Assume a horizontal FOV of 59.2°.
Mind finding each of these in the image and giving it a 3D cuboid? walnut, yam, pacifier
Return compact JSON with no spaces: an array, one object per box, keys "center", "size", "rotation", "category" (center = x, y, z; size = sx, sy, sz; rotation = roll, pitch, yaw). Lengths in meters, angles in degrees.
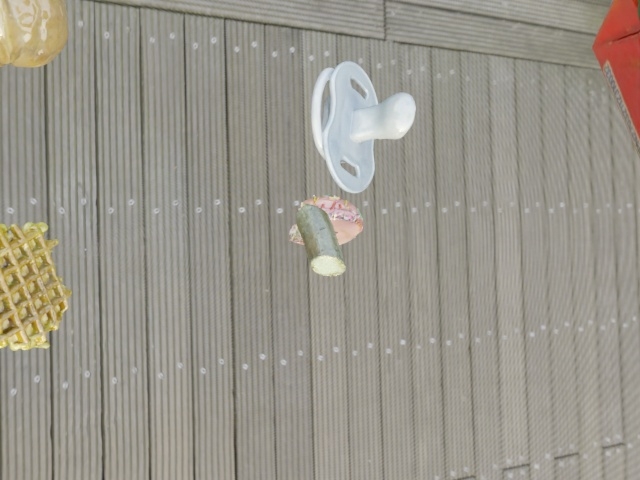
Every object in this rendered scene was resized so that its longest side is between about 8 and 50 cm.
[{"center":[-0.710,-0.509,1.215],"size":[0.296,0.285,0.285],"rotation":[-11,93,-20],"category":"walnut"},{"center":[0.000,0.000,1.091],"size":[0.070,0.069,0.146],"rotation":[-4,55,-23],"category":"yam"},{"center":[0.096,-0.241,1.143],"size":[0.227,0.207,0.278],"rotation":[27,66,-56],"category":"pacifier"}]

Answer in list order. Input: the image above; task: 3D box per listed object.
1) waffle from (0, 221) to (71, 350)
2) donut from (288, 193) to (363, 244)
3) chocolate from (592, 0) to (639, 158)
[{"center":[-0.683,0.107,1.284],"size":[0.058,0.281,0.300],"rotation":[1,91,22],"category":"waffle"},{"center":[0.020,-0.054,1.572],"size":[0.199,0.233,0.085],"rotation":[2,68,-14],"category":"donut"},{"center":[0.494,-0.203,0.660],"size":[0.162,0.341,0.360],"rotation":[-15,73,6],"category":"chocolate"}]
